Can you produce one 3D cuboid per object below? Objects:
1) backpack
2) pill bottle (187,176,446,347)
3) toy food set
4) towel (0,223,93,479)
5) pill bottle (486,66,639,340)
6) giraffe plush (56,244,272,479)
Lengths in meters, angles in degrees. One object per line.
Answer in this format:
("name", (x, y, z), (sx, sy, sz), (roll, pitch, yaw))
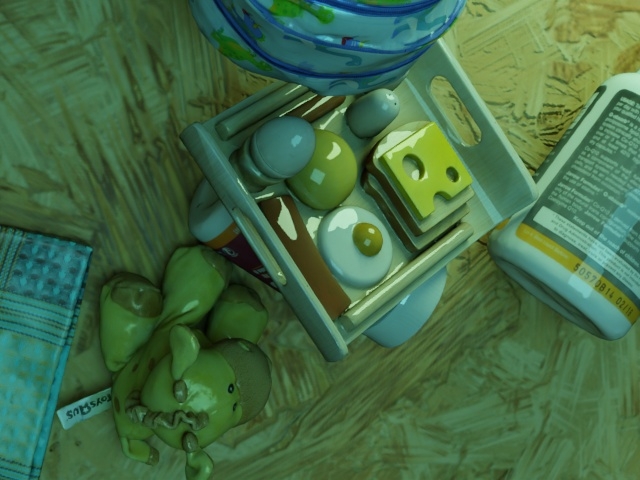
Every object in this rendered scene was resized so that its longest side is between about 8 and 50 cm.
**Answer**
("backpack", (0.009, -0.295, 1.169), (0.290, 0.273, 0.355), (11, 84, -21))
("pill bottle", (0.000, 0.000, 1.326), (0.221, 0.121, 0.121), (34, 88, -20))
("toy food set", (0.045, -0.061, 1.245), (0.306, 0.092, 0.220), (-35, 92, -41))
("towel", (-0.367, 0.152, 1.276), (0.271, 0.040, 0.370), (14, 95, -21))
("pill bottle", (0.297, -0.057, 1.393), (0.162, 0.162, 0.278), (38, 87, -20))
("giraffe plush", (-0.115, 0.116, 1.270), (0.210, 0.170, 0.181), (-41, 111, -16))
